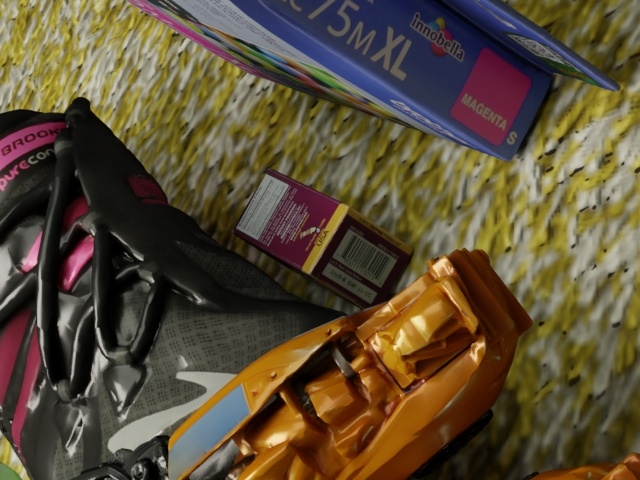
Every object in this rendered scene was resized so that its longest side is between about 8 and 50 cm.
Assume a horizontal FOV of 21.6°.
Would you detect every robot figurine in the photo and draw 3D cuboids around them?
[{"bbox_3d":[-0.009,0.146,0.674,0.291,0.085,0.211,-42,76,16],"label":"robot figurine"}]

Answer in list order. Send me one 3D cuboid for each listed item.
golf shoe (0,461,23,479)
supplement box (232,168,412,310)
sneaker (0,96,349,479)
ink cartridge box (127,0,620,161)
[{"bbox_3d":[-0.167,0.214,0.947,0.086,0.067,0.186,2,102,47],"label":"golf shoe"},{"bbox_3d":[0.000,0.000,0.905,0.083,0.055,0.043,28,86,54],"label":"supplement box"},{"bbox_3d":[-0.131,0.038,0.899,0.185,0.202,0.483,-46,34,-18],"label":"sneaker"},{"bbox_3d":[-0.011,-0.123,0.881,0.311,0.186,0.065,21,84,53],"label":"ink cartridge box"}]
